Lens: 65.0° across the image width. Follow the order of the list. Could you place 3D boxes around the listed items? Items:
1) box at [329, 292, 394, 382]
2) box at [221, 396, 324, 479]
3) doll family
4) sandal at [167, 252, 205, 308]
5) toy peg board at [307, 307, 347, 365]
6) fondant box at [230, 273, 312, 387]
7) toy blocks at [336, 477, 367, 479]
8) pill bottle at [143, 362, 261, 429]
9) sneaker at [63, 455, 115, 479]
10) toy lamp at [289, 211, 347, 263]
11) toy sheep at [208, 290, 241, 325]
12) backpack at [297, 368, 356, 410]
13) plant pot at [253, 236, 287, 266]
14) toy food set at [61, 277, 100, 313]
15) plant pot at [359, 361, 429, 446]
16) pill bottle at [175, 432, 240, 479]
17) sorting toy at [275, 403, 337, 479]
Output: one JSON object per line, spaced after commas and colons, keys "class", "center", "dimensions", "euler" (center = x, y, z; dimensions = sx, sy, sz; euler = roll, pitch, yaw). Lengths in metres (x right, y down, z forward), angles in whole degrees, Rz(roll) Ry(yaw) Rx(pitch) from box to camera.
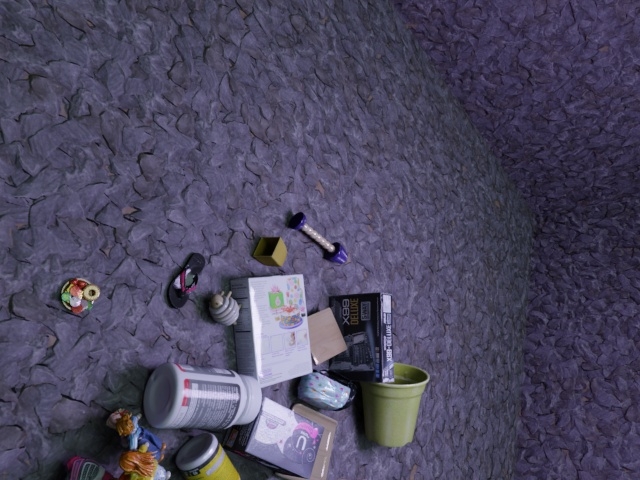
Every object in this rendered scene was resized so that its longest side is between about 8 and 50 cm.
{"class": "box", "center": [0.144, 0.347, 1.809], "dimensions": [0.077, 0.243, 0.307], "euler": [12, 74, -47]}
{"class": "box", "center": [-0.135, 0.584, 1.497], "dimensions": [0.247, 0.142, 0.163], "euler": [38, 56, -28]}
{"class": "doll family", "center": [-0.416, 0.481, 1.155], "dimensions": [0.163, 0.118, 0.263], "euler": [61, 1, -40]}
{"class": "sandal", "center": [-0.374, 0.109, 1.425], "dimensions": [0.067, 0.040, 0.179], "euler": [45, 52, -33]}
{"class": "toy peg board", "center": [-0.013, 0.342, 1.770], "dimensions": [0.161, 0.079, 0.160], "euler": [-16, 79, -45]}
{"class": "fondant box", "center": [-0.153, 0.279, 1.600], "dimensions": [0.238, 0.096, 0.330], "euler": [0, 84, -48]}
{"class": "toy blocks", "center": [0.181, 1.012, 1.706], "dimensions": [0.309, 0.260, 0.288], "euler": [55, 47, -26]}
{"class": "pill bottle", "center": [-0.308, 0.422, 1.349], "dimensions": [0.283, 0.161, 0.161], "euler": [23, 66, -44]}
{"class": "sneaker", "center": [-0.581, 0.607, 1.060], "dimensions": [0.112, 0.121, 0.299], "euler": [38, 51, -1]}
{"class": "toy lamp", "center": [0.000, 0.000, 1.843], "dimensions": [0.275, 0.080, 0.080], "euler": [39, 55, -33]}
{"class": "toy sheep", "center": [-0.280, 0.205, 1.482], "dimensions": [0.132, 0.091, 0.091], "euler": [56, 46, -34]}
{"class": "backpack", "center": [0.011, 0.510, 1.705], "dimensions": [0.182, 0.152, 0.115], "euler": [34, 49, -26]}
{"class": "plant pot", "center": [-0.156, 0.044, 1.657], "dimensions": [0.083, 0.082, 0.081], "euler": [53, 47, -41]}
{"class": "toy food set", "center": [-0.579, 0.132, 1.207], "dimensions": [0.083, 0.020, 0.082], "euler": [46, 52, -33]}
{"class": "plant pot", "center": [0.264, 0.623, 1.903], "dimensions": [0.276, 0.276, 0.253], "euler": [-1, 95, -48]}
{"class": "pill bottle", "center": [-0.290, 0.638, 1.357], "dimensions": [0.119, 0.119, 0.208], "euler": [-42, 113, -44]}
{"class": "sorting toy", "center": [-0.079, 0.664, 1.655], "dimensions": [0.307, 0.041, 0.229], "euler": [36, 56, -31]}
